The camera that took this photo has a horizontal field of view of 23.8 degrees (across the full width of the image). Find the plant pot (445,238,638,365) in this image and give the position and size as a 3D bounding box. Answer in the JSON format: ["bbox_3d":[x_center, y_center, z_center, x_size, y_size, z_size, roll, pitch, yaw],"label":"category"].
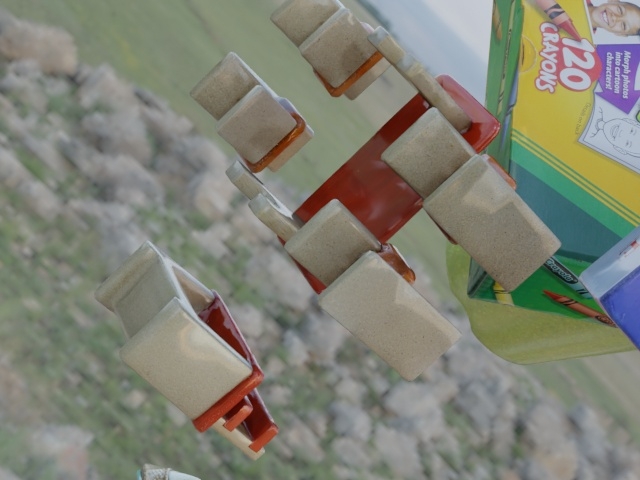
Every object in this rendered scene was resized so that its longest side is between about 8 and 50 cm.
[{"bbox_3d":[0.266,0.003,1.438,0.276,0.254,0.276,17,63,-36],"label":"plant pot"}]

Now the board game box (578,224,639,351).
[{"bbox_3d":[0.341,0.035,0.681,0.318,0.319,0.066,47,8,-6],"label":"board game box"}]

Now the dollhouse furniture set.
[{"bbox_3d":[0.000,0.000,0.939,0.135,0.259,0.262,42,8,-36],"label":"dollhouse furniture set"}]

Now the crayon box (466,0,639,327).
[{"bbox_3d":[0.194,-0.082,0.984,0.165,0.278,0.081,12,-29,-7],"label":"crayon box"}]

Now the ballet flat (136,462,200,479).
[{"bbox_3d":[-0.133,0.252,1.396,0.206,0.067,0.073,-121,-165,-75],"label":"ballet flat"}]
